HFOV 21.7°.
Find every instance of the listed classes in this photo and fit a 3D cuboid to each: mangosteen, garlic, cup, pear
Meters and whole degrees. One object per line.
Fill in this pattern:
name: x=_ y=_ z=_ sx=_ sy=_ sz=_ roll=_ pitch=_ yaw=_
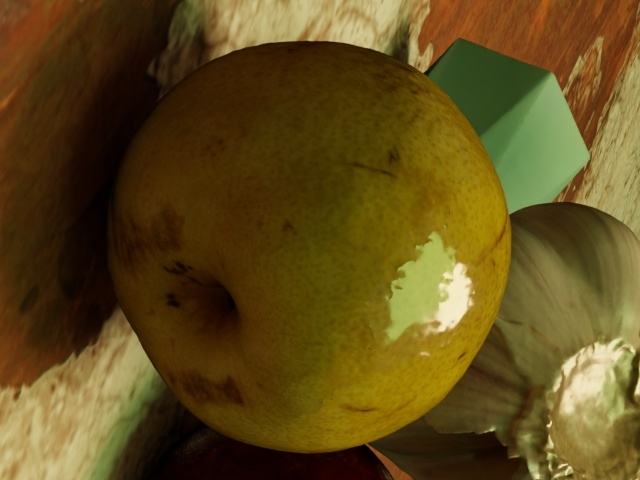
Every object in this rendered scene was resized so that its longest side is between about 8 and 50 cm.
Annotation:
mangosteen: x=-0.030 y=0.171 z=1.014 sx=0.200 sy=0.200 sz=0.200 roll=18 pitch=90 yaw=-72
garlic: x=0.128 y=0.098 z=1.013 sx=0.207 sy=0.207 sz=0.257 roll=-64 pitch=151 yaw=-23
cup: x=0.072 y=-0.020 z=1.164 sx=0.236 sy=0.134 sz=0.148 roll=-48 pitch=120 yaw=-38
pear: x=0.000 y=0.000 z=0.848 sx=0.209 sy=0.209 sz=0.209 roll=18 pitch=90 yaw=-72
